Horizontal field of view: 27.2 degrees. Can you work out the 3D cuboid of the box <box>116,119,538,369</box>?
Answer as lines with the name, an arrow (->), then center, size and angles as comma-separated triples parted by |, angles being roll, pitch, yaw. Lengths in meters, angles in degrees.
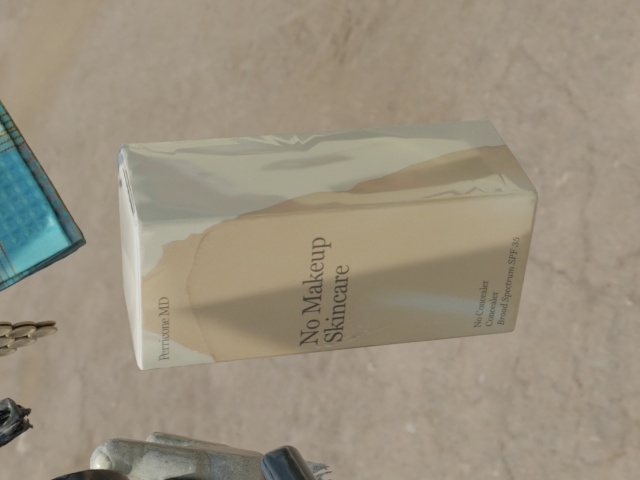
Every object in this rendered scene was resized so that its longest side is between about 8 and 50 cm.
box -> 0.000, 0.000, 1.053 | 0.121, 0.311, 0.148 | -112, 20, -52

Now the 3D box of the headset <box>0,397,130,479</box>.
headset -> -0.226, 0.313, 1.311 | 0.185, 0.394, 0.243 | -38, 28, 16

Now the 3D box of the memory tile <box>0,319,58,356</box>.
memory tile -> -0.398, 0.118, 1.579 | 0.113, 0.148, 0.012 | -25, 72, 31

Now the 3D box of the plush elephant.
plush elephant -> -0.160, 0.427, 1.911 | 0.272, 0.330, 0.255 | 42, -124, -83

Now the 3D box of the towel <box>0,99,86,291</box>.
towel -> -0.450, -0.084, 1.351 | 0.271, 0.370, 0.040 | -31, 12, -7

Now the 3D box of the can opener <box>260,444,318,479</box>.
can opener -> 0.022, 0.287, 1.273 | 0.280, 0.093, 0.074 | 39, 148, 57
